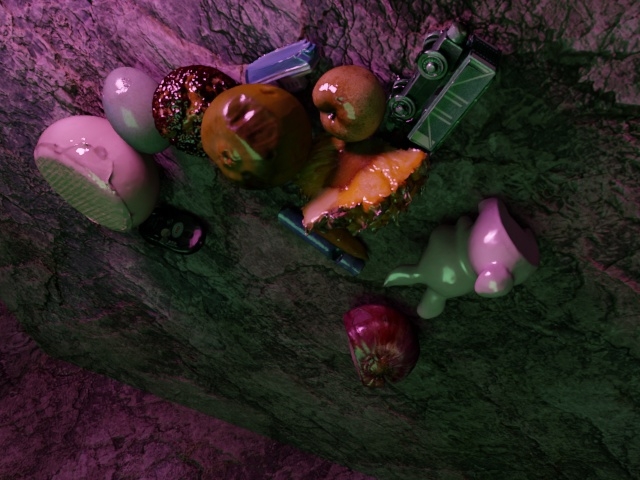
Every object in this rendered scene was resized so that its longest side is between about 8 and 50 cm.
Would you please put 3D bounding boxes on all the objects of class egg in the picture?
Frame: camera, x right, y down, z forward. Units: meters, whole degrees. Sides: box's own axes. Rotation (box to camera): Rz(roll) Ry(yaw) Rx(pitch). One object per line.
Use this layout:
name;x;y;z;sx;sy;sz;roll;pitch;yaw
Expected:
egg;-0.480;-0.344;1.328;0.169;0.169;0.237;-5;131;32

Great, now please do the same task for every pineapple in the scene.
pineapple;0.073;-0.080;1.178;0.344;0.286;0.209;21;157;38

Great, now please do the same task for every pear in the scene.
pear;0.065;-0.296;1.091;0.167;0.136;0.167;30;144;25

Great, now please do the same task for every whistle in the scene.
whistle;0.000;0.000;1.498;0.304;0.062;0.062;36;139;-9

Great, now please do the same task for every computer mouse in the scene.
computer mouse;-0.498;-0.029;1.695;0.233;0.137;0.096;22;159;5

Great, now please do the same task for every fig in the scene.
fig;-0.130;-0.246;1.126;0.239;0.271;0.240;16;130;20

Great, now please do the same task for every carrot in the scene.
carrot;0.069;-0.003;1.453;0.205;0.072;0.072;38;138;-14

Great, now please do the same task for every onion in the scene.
onion;0.201;0.325;1.610;0.230;0.273;0.256;-10;138;4

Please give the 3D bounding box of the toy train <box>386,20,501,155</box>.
toy train;0.238;-0.312;1.012;0.154;0.115;0.269;25;140;-9

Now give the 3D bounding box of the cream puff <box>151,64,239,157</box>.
cream puff;-0.298;-0.311;1.236;0.238;0.165;0.239;-1;133;-1

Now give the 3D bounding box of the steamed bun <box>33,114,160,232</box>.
steamed bun;-0.641;-0.215;1.490;0.374;0.241;0.374;21;147;15

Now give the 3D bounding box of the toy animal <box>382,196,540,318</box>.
toy animal;0.345;0.071;1.240;0.196;0.241;0.367;45;136;-16

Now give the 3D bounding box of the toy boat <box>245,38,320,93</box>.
toy boat;-0.083;-0.376;1.139;0.215;0.088;0.102;-6;132;32
